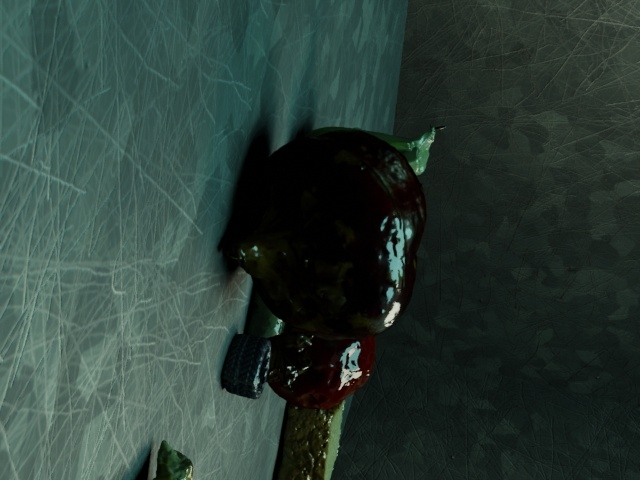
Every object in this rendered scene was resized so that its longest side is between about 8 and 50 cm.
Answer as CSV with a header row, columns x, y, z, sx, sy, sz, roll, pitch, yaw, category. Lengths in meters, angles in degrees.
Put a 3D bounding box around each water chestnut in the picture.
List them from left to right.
x,y,z,sx,sy,sz,roll,pitch,yaw,category
0.000,0.000,1.732,0.347,0.335,0.335,-14,121,-47,water chestnut

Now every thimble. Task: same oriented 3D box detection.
x,y,z,sx,sy,sz,roll,pitch,yaw,category
-0.123,0.215,1.895,0.095,0.066,0.104,91,14,-45,thimble

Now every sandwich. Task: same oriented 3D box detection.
x,y,z,sx,sy,sz,roll,pitch,yaw,category
-0.029,0.534,2.807,0.262,0.131,0.325,-43,142,-78,sandwich

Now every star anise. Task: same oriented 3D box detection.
x,y,z,sx,sy,sz,roll,pitch,yaw,category
-0.051,0.160,2.039,0.177,0.073,0.233,32,-74,55,star anise

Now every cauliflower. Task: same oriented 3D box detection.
x,y,z,sx,sy,sz,roll,pitch,yaw,category
0.098,-0.137,2.097,0.256,0.315,0.238,54,21,-63,cauliflower

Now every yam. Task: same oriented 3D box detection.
x,y,z,sx,sy,sz,roll,pitch,yaw,category
-0.089,0.112,1.977,0.070,0.070,0.146,-30,133,-79,yam

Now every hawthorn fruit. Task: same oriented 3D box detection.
x,y,z,sx,sy,sz,roll,pitch,yaw,category
-0.019,0.231,2.180,0.230,0.210,0.266,-56,165,20,hawthorn fruit

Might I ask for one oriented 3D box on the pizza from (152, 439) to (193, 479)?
x,y,z,sx,sy,sz,roll,pitch,yaw,category
-0.235,0.402,1.416,0.288,0.075,0.279,34,65,-79,pizza
